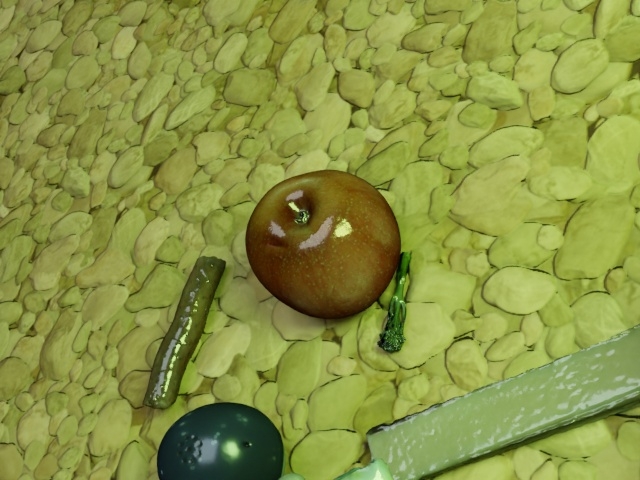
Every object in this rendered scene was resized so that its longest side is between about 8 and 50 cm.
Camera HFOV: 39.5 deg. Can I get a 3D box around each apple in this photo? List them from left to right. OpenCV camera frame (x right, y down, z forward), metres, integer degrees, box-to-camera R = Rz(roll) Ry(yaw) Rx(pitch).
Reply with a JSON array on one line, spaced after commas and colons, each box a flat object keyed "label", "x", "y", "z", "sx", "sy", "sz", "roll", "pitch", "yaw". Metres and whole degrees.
[{"label": "apple", "x": 0.000, "y": 0.000, "z": 1.157, "sx": 0.201, "sy": 0.162, "sz": 0.201, "roll": -18, "pitch": 52, "yaw": 25}]

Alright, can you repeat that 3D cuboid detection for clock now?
[{"label": "clock", "x": -0.106, "y": 0.309, "z": 1.055, "sx": 0.200, "sy": 0.146, "sz": 0.243, "roll": -27, "pitch": 58, "yaw": 20}]

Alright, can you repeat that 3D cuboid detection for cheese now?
[{"label": "cheese", "x": 0.233, "y": 0.182, "z": 0.979, "sx": 0.400, "sy": 0.034, "sz": 0.085, "roll": -26, "pitch": 55, "yaw": 18}]

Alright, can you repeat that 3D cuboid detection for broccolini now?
[{"label": "broccolini", "x": 0.097, "y": 0.079, "z": 1.141, "sx": 0.035, "sy": 0.030, "sz": 0.139, "roll": -45, "pitch": 28, "yaw": 54}]

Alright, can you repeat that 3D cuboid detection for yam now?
[{"label": "yam", "x": -0.194, "y": 0.132, "z": 1.282, "sx": 0.057, "sy": 0.057, "sz": 0.241, "roll": 2, "pitch": 61, "yaw": 34}]

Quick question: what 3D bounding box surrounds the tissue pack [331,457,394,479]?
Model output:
[{"label": "tissue pack", "x": -0.045, "y": 0.417, "z": 0.841, "sx": 0.388, "sy": 0.162, "sz": 0.287, "roll": -28, "pitch": 69, "yaw": -2}]
